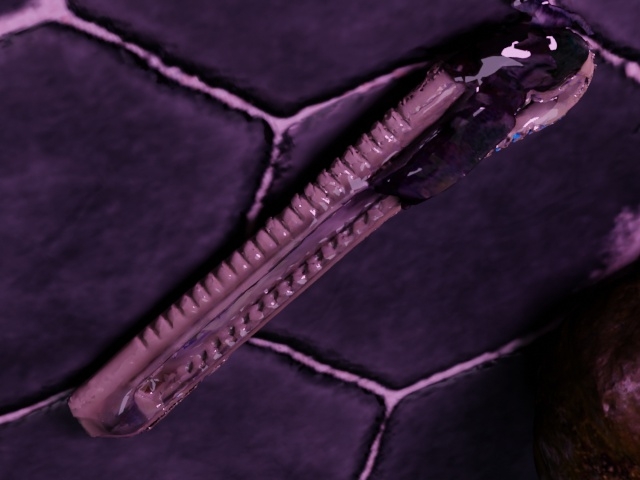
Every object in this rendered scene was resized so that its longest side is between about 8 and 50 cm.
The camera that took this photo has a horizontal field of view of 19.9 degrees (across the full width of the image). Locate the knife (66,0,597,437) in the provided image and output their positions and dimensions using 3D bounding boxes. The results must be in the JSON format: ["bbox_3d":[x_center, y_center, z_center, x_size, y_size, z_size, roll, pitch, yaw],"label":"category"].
[{"bbox_3d":[0.002,0.004,0.982,0.365,0.043,0.089,-40,134,19],"label":"knife"}]

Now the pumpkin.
[{"bbox_3d":[0.253,0.116,1.083,0.260,0.189,0.260,-6,137,-6],"label":"pumpkin"}]
